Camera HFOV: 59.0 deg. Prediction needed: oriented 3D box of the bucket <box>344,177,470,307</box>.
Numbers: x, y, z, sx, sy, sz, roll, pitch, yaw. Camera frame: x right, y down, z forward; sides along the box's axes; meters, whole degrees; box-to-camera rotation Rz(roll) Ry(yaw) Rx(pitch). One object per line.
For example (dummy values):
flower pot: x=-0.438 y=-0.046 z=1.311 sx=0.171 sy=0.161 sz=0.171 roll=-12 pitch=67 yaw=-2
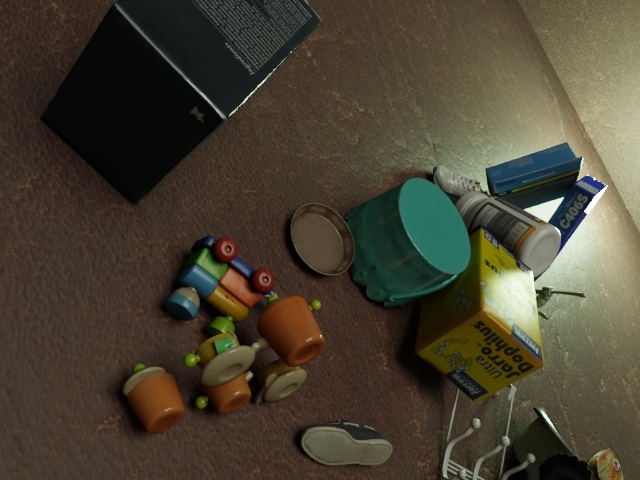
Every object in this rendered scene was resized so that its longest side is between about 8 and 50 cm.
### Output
bucket: x=0.204 y=0.001 z=1.317 sx=0.281 sy=0.183 sz=0.281 roll=23 pitch=53 yaw=-33

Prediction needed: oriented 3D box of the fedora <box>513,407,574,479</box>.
fedora: x=0.569 y=0.551 z=1.401 sx=0.244 sy=0.124 sz=0.275 roll=54 pitch=11 yaw=-17

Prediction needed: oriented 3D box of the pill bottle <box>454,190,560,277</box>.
pill bottle: x=0.507 y=-0.025 z=1.577 sx=0.162 sy=0.162 sz=0.278 roll=13 pitch=19 yaw=-41

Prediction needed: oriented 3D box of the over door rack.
over door rack: x=0.398 y=0.439 z=1.342 sx=0.239 sy=0.108 sz=0.324 roll=36 pitch=47 yaw=-27

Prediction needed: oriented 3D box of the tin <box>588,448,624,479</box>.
tin: x=0.874 y=0.705 z=1.732 sx=0.189 sy=0.040 sz=0.106 roll=1 pitch=72 yaw=-46

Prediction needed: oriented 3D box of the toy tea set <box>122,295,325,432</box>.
toy tea set: x=-0.145 y=0.180 z=0.899 sx=0.336 sy=0.200 sz=0.124 roll=-1 pitch=44 yaw=-45

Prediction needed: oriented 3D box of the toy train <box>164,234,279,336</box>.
toy train: x=-0.142 y=0.118 z=0.984 sx=0.248 sy=0.105 sz=0.143 roll=43 pitch=56 yaw=-23

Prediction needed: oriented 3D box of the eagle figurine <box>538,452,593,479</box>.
eagle figurine: x=0.562 y=0.633 z=1.237 sx=0.226 sy=0.225 sz=0.298 roll=28 pitch=94 yaw=-39

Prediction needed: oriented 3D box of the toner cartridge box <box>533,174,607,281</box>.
toner cartridge box: x=0.762 y=-0.034 z=1.800 sx=0.075 sy=0.348 sz=0.165 roll=39 pitch=35 yaw=24

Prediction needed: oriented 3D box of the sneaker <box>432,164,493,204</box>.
sneaker: x=0.429 y=-0.162 z=1.715 sx=0.228 sy=0.092 sz=0.087 roll=33 pitch=49 yaw=-28

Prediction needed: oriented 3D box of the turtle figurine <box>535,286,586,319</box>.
turtle figurine: x=0.561 y=0.135 z=1.578 sx=0.197 sy=0.275 sz=0.266 roll=-27 pitch=63 yaw=-18

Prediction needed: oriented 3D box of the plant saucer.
plant saucer: x=0.000 y=0.000 z=1.227 sx=0.168 sy=0.029 sz=0.168 roll=17 pitch=59 yaw=-31

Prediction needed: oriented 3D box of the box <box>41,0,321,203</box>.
box: x=-0.224 y=-0.303 z=0.977 sx=0.212 sy=0.293 sz=0.395 roll=45 pitch=43 yaw=-17

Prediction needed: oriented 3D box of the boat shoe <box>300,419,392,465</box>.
boat shoe: x=0.041 y=0.376 z=1.066 sx=0.206 sy=0.075 sz=0.065 roll=21 pitch=12 yaw=-30

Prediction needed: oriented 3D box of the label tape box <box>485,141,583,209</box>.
label tape box: x=0.646 y=-0.198 z=1.736 sx=0.347 sy=0.249 sz=0.115 roll=38 pitch=37 yaw=-66

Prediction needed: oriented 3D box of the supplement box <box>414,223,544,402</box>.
supplement box: x=0.374 y=0.160 z=1.336 sx=0.194 sy=0.195 sz=0.356 roll=40 pitch=33 yaw=-11
